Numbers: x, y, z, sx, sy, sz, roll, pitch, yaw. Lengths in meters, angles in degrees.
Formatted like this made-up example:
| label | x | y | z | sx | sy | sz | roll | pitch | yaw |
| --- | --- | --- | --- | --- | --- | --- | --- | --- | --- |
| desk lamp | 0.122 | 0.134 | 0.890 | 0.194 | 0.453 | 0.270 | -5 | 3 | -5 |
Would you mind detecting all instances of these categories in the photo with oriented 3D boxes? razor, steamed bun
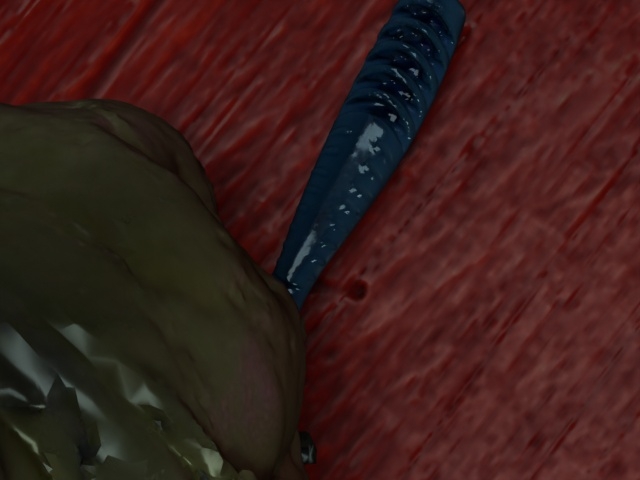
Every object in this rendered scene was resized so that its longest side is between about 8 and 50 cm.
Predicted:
| label | x | y | z | sx | sy | sz | roll | pitch | yaw |
| --- | --- | --- | --- | --- | --- | --- | --- | --- | --- |
| razor | 0.000 | 0.000 | 0.664 | 0.082 | 0.042 | 0.253 | 26 | 85 | 13 |
| steamed bun | -0.148 | 0.076 | 0.558 | 0.280 | 0.207 | 0.268 | -12 | 78 | 13 |
